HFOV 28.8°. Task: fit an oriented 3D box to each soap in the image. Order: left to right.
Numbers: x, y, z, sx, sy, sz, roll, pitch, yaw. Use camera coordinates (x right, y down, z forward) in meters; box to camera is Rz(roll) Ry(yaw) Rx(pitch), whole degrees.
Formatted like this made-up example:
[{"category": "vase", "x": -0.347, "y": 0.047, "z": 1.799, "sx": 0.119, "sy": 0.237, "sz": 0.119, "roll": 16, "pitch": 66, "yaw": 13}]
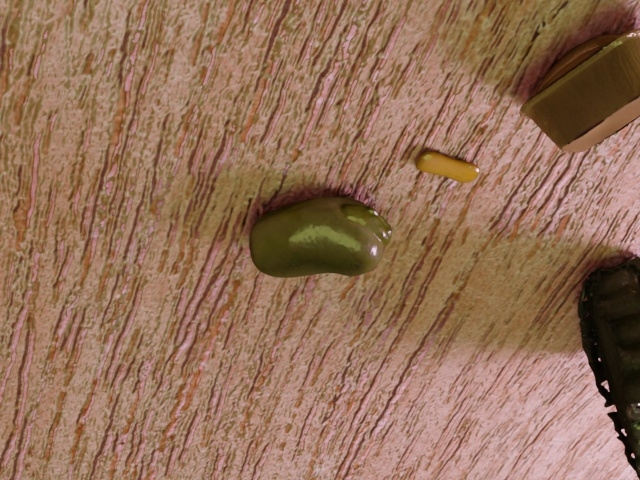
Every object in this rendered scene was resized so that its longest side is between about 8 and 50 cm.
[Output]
[{"category": "soap", "x": 0.157, "y": -0.090, "z": 1.539, "sx": 0.089, "sy": 0.012, "sz": 0.034, "roll": 15, "pitch": 133, "yaw": -27}]

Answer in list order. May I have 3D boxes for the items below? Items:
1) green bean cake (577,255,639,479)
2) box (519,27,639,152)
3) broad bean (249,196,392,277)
[{"category": "green bean cake", "x": 0.451, "y": 0.177, "z": 1.738, "sx": 0.132, "sy": 0.241, "sz": 0.255, "roll": -15, "pitch": 139, "yaw": 6}, {"category": "box", "x": 0.315, "y": -0.176, "z": 1.426, "sx": 0.111, "sy": 0.111, "sz": 0.177, "roll": 28, "pitch": 129, "yaw": -36}, {"category": "broad bean", "x": 0.000, "y": 0.000, "z": 1.549, "sx": 0.175, "sy": 0.082, "sz": 0.124, "roll": -5, "pitch": 140, "yaw": -10}]
